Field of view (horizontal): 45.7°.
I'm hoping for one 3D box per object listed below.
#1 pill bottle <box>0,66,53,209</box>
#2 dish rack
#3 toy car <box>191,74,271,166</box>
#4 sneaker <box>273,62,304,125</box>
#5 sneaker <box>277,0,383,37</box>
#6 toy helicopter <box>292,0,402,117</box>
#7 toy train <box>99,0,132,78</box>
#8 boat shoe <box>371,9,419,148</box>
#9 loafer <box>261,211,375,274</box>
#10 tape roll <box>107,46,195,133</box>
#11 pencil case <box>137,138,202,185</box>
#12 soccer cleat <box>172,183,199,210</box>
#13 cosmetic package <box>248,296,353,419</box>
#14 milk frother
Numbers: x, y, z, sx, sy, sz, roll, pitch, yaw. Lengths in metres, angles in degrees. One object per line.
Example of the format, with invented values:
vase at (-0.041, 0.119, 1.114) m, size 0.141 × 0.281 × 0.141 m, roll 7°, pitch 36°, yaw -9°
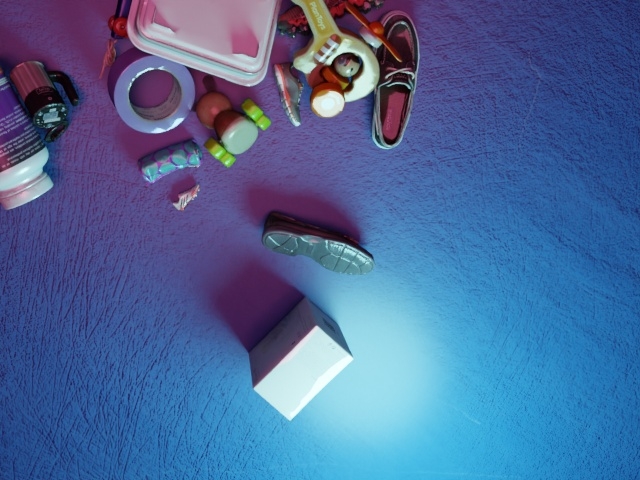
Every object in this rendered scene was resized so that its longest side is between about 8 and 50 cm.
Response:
pill bottle at (-0.742, -0.239, 1.717) m, size 0.181 × 0.181 × 0.323 m, roll -25°, pitch 111°, yaw -1°
dish rack at (-0.246, -0.526, 1.708) m, size 0.332 × 0.072 × 0.286 m, roll 15°, pitch 82°, yaw -22°
toy car at (-0.244, -0.302, 1.828) m, size 0.155 × 0.149 × 0.188 m, roll -46°, pitch 76°, yaw 1°
sneaker at (-0.065, -0.359, 1.853) m, size 0.064 × 0.061 × 0.158 m, roll -20°, pitch 106°, yaw -9°
sneaker at (0.017, -0.575, 1.791) m, size 0.276 × 0.097 × 0.135 m, roll -22°, pitch 96°, yaw 4°
toy helicopter at (0.035, -0.465, 1.714) m, size 0.234 × 0.140 × 0.355 m, roll -20°, pitch 133°, yaw 13°
toy train at (-0.416, -0.480, 1.761) m, size 0.143 × 0.105 × 0.248 m, roll 10°, pitch 104°, yaw -25°
boat shoe at (0.189, -0.386, 1.847) m, size 0.121 × 0.119 × 0.335 m, roll -1°, pitch 104°, yaw -8°
loafer at (0.000, 0.000, 1.934) m, size 0.302 × 0.095 × 0.109 m, roll 17°, pitch 135°, yaw -14°
tape roll at (-0.392, -0.350, 1.761) m, size 0.188 × 0.080 × 0.189 m, roll -14°, pitch 128°, yaw -20°
pencil case at (-0.364, -0.191, 1.849) m, size 0.151 × 0.064 × 0.070 m, roll -21°, pitch 89°, yaw -2°
soccer cleat at (-0.334, -0.111, 1.892) m, size 0.035 × 0.029 × 0.083 m, roll 38°, pitch 101°, yaw -19°
cosmetic package at (-0.058, 0.292, 1.928) m, size 0.138 × 0.224 × 0.225 m, roll 42°, pitch 95°, yaw -16°
milk frother at (-0.647, -0.317, 1.768) m, size 0.143 × 0.129 × 0.135 m, roll -45°, pitch 69°, yaw 33°
